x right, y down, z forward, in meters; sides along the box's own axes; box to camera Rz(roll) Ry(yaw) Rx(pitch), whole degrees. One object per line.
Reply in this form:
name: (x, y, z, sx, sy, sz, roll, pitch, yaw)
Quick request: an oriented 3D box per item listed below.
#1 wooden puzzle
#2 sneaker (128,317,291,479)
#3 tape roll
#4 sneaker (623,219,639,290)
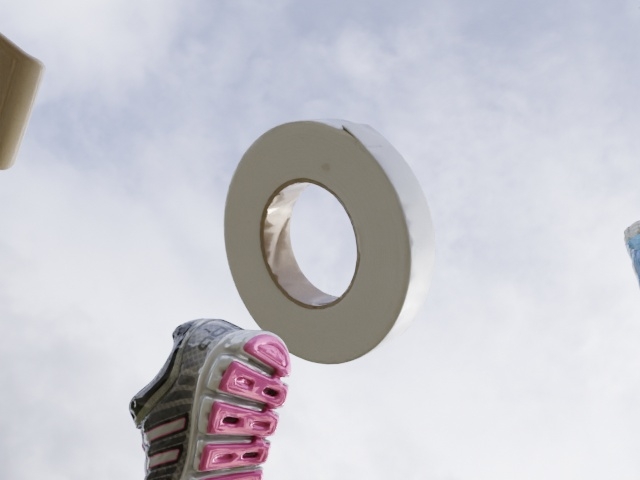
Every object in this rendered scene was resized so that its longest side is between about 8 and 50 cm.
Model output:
wooden puzzle: (-0.540, -0.253, 1.099, 0.239, 0.044, 0.221, 36, -55, 0)
sneaker: (-0.071, 0.116, 0.391, 0.075, 0.063, 0.170, 27, -77, 47)
tape roll: (0.000, 0.000, 1.138, 0.392, 0.072, 0.391, 9, -75, 40)
sneaker: (0.264, 0.052, 0.492, 0.162, 0.073, 0.063, 34, -38, -18)
